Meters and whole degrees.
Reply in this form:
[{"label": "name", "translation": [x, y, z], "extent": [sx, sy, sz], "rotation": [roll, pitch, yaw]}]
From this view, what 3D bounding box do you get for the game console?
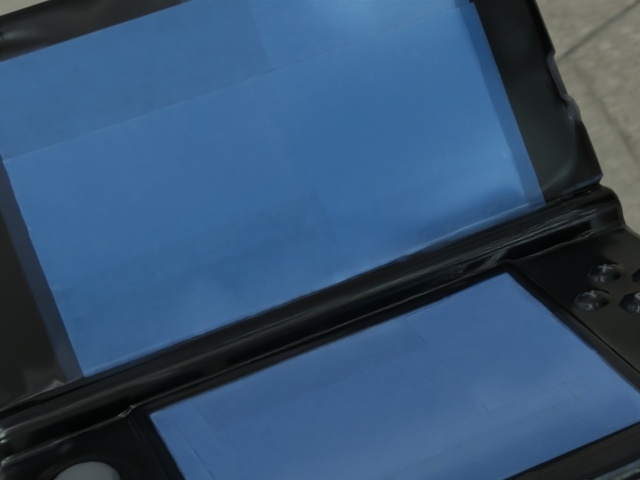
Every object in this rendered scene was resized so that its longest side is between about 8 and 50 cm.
[{"label": "game console", "translation": [0.000, 0.000, 0.632], "extent": [0.250, 0.293, 0.173], "rotation": [-134, 26, -58]}]
